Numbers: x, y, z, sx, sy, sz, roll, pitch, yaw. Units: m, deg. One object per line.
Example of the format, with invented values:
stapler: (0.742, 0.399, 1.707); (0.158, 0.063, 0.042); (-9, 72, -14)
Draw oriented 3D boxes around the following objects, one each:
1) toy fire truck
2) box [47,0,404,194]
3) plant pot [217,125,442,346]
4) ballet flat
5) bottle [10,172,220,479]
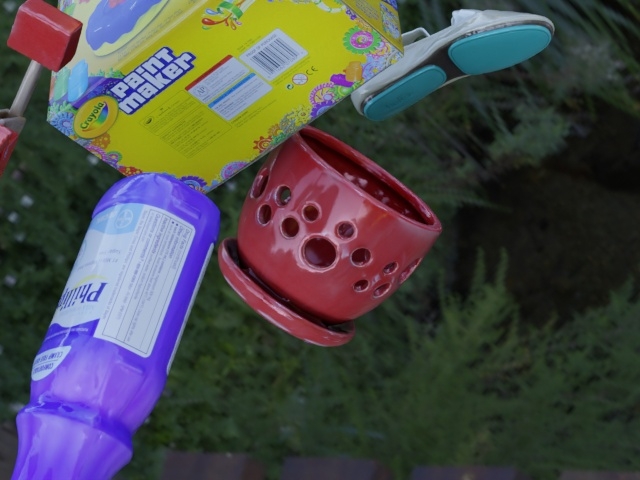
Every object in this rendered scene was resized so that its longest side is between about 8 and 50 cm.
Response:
toy fire truck: (-0.256, -0.083, 1.119); (0.192, 0.047, 0.135); (-59, 3, 40)
box: (-0.095, -0.236, 1.374); (0.290, 0.177, 0.279); (-33, 41, 27)
plant pot: (0.000, 0.000, 1.455); (0.174, 0.191, 0.191); (-54, 37, 11)
ballet flat: (0.144, -0.221, 1.643); (0.248, 0.086, 0.086); (-22, 45, 15)
bottle: (-0.166, 0.088, 1.102); (0.118, 0.092, 0.283); (-21, 45, 55)
